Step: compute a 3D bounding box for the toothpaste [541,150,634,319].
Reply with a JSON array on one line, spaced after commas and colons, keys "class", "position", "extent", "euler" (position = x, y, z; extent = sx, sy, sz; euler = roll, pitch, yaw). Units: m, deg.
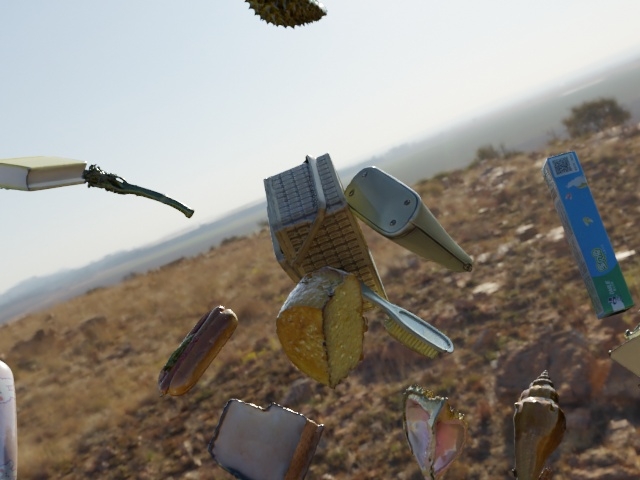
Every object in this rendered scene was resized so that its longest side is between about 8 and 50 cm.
[{"class": "toothpaste", "position": [0.423, -0.010, 1.207], "extent": [0.050, 0.266, 0.065], "euler": [-16, -16, 2]}]

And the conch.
[{"class": "conch", "position": [0.407, 0.369, 1.402], "extent": [0.093, 0.109, 0.330], "euler": [-3, 39, 19]}]

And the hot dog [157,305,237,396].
[{"class": "hot dog", "position": [-0.259, 0.231, 1.561], "extent": [0.092, 0.062, 0.235], "euler": [4, 47, 38]}]

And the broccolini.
[{"class": "broccolini", "position": [-0.374, -0.097, 1.561], "extent": [0.239, 0.054, 0.051], "euler": [21, -6, -5]}]

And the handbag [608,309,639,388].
[{"class": "handbag", "position": [0.775, 0.240, 1.581], "extent": [0.160, 0.237, 0.358], "euler": [-52, -15, -9]}]

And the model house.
[{"class": "model house", "position": [-0.101, 0.413, 1.535], "extent": [0.183, 0.166, 0.172], "euler": [17, -11, 24]}]

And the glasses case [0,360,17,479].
[{"class": "glasses case", "position": [-0.601, 0.329, 1.338], "extent": [0.113, 0.296, 0.075], "euler": [16, -54, -37]}]

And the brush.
[{"class": "brush", "position": [0.139, 0.158, 1.535], "extent": [0.060, 0.297, 0.068], "euler": [-50, 11, 25]}]

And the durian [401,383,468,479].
[{"class": "durian", "position": [0.298, 0.513, 2.117], "extent": [0.186, 0.305, 0.196], "euler": [-27, 33, -32]}]

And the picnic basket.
[{"class": "picnic basket", "position": [0.000, 0.000, 1.607], "extent": [0.175, 0.312, 0.228], "euler": [-21, 36, 4]}]

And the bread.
[{"class": "bread", "position": [-0.004, 0.152, 1.380], "extent": [0.140, 0.229, 0.143], "euler": [13, 38, 25]}]

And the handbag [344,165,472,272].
[{"class": "handbag", "position": [0.204, -0.032, 1.580], "extent": [0.315, 0.241, 0.109], "euler": [27, -79, -46]}]

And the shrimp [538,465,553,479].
[{"class": "shrimp", "position": [0.452, 0.551, 1.586], "extent": [0.045, 0.162, 0.095], "euler": [19, 20, 7]}]

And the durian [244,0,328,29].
[{"class": "durian", "position": [-0.078, -0.431, 1.307], "extent": [0.086, 0.215, 0.100], "euler": [-40, 34, 39]}]

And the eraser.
[{"class": "eraser", "position": [-0.724, -0.172, 1.926], "extent": [0.158, 0.069, 0.226], "euler": [7, 12, 21]}]
